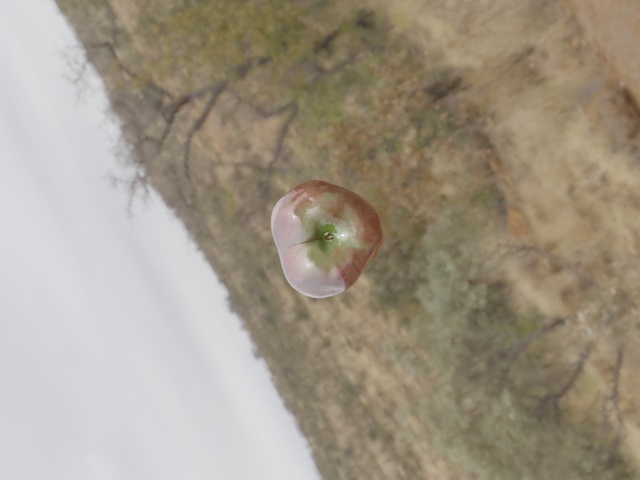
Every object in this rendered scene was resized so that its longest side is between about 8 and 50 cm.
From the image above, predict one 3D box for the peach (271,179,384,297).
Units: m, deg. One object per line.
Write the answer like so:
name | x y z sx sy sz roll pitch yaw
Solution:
peach | 0.000 0.000 1.503 0.152 0.152 0.152 62 177 5
